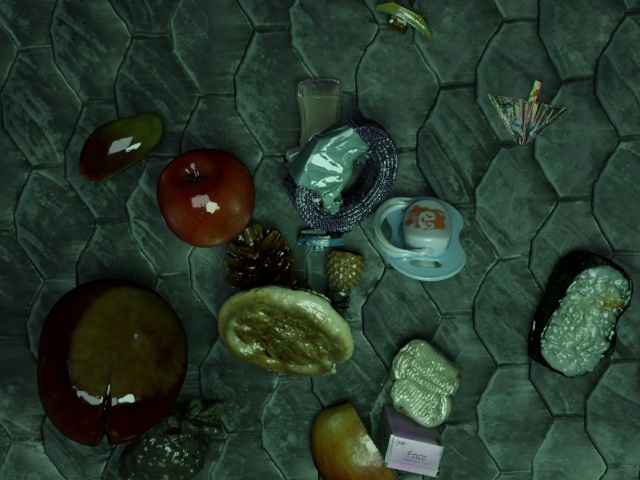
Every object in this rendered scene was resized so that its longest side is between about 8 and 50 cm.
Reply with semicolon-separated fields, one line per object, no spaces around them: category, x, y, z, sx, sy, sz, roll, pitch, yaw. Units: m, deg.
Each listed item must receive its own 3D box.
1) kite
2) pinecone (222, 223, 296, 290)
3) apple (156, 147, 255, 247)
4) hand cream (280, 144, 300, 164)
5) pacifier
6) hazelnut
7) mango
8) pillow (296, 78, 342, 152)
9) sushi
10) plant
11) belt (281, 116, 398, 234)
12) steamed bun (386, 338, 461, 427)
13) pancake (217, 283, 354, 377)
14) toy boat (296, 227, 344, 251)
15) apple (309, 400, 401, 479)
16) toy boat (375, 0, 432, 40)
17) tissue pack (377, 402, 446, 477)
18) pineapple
kite;0.568;-0.354;1.538;0.241;0.014;0.183;15;98;-1
pinecone;-0.169;0.068;1.521;0.202;0.201;0.229;-17;79;-6
apple;-0.297;-0.117;1.461;0.260;0.216;0.260;-6;56;8
hand cream;-0.017;-0.257;1.544;0.194;0.042;0.067;-20;90;-1
pacifier;0.267;0.018;1.517;0.244;0.299;0.233;2;137;9
hazelnut;-0.544;0.314;1.482;0.402;0.402;0.429;-20;75;4
mango;-0.550;-0.261;1.514;0.267;0.111;0.133;-34;86;1
pillow;0.001;-0.329;1.515;0.130;0.038;0.233;-2;88;-9
sushi;0.715;0.203;1.547;0.211;0.171;0.350;17;98;0
plant;-0.411;0.566;1.590;0.213;0.215;0.312;35;103;-9
belt;0.061;-0.172;1.475;0.260;0.122;0.325;29;109;-31
steamed bun;0.283;0.404;1.594;0.218;0.144;0.211;33;82;-4
pancake;-0.087;0.254;1.489;0.382;0.071;0.382;9;134;9
toy boat;0.000;0.000;1.579;0.137;0.060;0.061;-2;124;0
apple;0.112;0.642;1.616;0.346;0.179;0.254;56;136;3
toy boat;0.227;-0.586;1.480;0.172;0.065;0.066;25;121;-3
tissue pack;0.247;0.554;1.565;0.148;0.246;0.092;11;95;-1
pineapple;0.046;0.162;1.574;0.130;0.119;0.277;13;96;28
